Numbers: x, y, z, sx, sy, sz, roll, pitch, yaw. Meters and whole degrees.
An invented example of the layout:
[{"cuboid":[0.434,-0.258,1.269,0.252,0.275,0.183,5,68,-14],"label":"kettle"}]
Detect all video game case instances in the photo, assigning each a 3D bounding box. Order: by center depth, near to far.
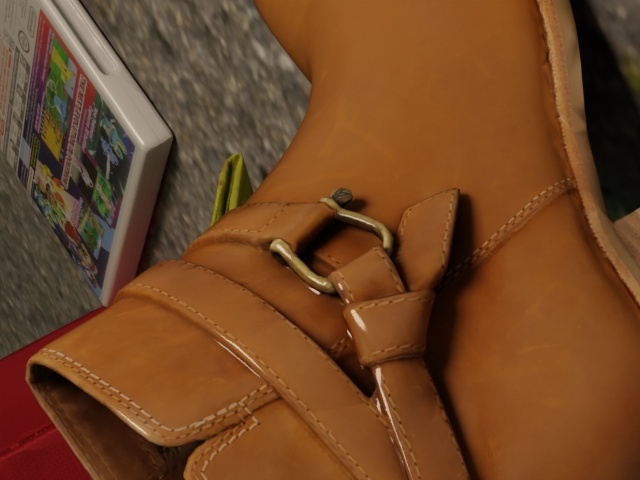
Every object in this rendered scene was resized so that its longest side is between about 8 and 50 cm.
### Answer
[{"cuboid":[-0.153,-0.077,1.090,0.183,0.023,0.201,55,155,16],"label":"video game case"}]

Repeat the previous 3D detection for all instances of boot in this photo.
[{"cuboid":[0.000,0.000,0.614,0.283,0.220,0.109,49,154,27],"label":"boot"}]

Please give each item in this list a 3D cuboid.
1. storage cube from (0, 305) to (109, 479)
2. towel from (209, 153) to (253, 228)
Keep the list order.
[{"cuboid":[-0.127,0.161,1.087,0.215,0.193,0.183,4,120,62],"label":"storage cube"},{"cuboid":[-0.019,0.083,0.919,0.102,0.021,0.237,-87,-17,-57],"label":"towel"}]
